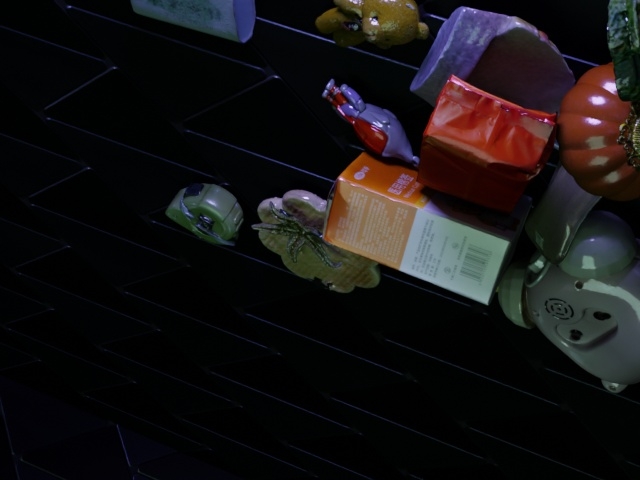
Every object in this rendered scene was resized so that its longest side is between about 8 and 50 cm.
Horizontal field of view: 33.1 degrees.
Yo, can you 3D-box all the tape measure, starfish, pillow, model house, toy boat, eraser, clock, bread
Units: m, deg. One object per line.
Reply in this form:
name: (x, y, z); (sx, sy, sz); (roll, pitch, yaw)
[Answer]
tape measure: (-0.252, -0.061, 2.438); (0.177, 0.087, 0.154); (32, 144, -7)
starfish: (-0.047, 0.001, 2.309); (0.208, 0.053, 0.176); (31, 145, 4)
pillow: (0.432, -0.065, 1.900); (0.033, 0.130, 0.218); (-2, 132, -30)
model house: (0.511, -0.319, 1.505); (0.189, 0.195, 0.214); (0, 138, 24)
toy boat: (0.299, -0.282, 1.772); (0.293, 0.111, 0.276); (14, 152, 6)
eraser: (-0.236, -0.456, 1.943); (0.227, 0.081, 0.174); (17, 144, 15)
clock: (0.532, 0.113, 2.041); (0.325, 0.184, 0.342); (38, 139, -4)
bread: (0.000, 0.000, 2.365); (0.316, 0.054, 0.316); (20, 145, 15)

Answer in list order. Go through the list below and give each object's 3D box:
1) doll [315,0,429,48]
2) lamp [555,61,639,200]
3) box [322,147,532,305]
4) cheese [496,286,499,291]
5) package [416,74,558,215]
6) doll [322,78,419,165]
doll: (0.079, -0.363, 1.828); (0.137, 0.097, 0.209); (43, 148, -28)
lamp: (0.473, -0.172, 1.683); (0.223, 0.223, 0.196); (46, 172, -22)
box: (0.197, -0.041, 2.003); (0.341, 0.225, 0.143); (22, 118, 11)
cheese: (0.277, 0.006, 2.165); (0.177, 0.069, 0.270); (-15, 120, 41)
package: (0.270, -0.146, 1.801); (0.195, 0.123, 0.423); (23, 173, 5)
doll: (0.097, -0.214, 2.012); (0.227, 0.075, 0.102); (38, 160, 4)
